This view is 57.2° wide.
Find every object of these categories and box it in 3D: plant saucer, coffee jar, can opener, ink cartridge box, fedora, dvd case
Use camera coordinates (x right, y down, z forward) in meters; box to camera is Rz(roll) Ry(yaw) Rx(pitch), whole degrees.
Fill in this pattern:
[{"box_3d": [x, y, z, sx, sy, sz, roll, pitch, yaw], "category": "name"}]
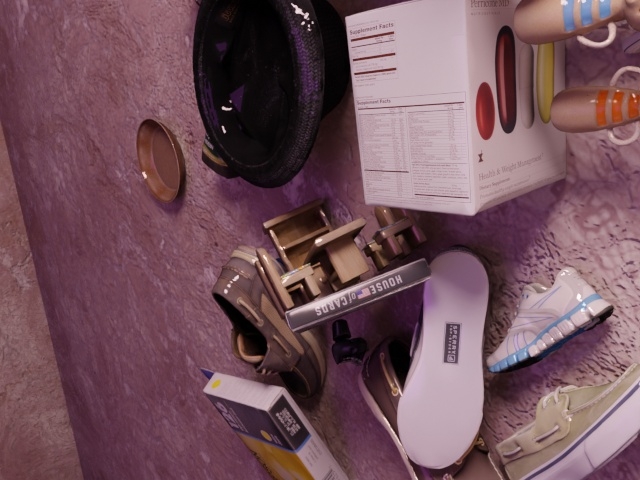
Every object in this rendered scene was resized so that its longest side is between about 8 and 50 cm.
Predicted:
[{"box_3d": [-0.365, -0.186, 1.361, 0.199, 0.036, 0.198, 22, 121, 42], "category": "plant saucer"}, {"box_3d": [-0.169, -0.210, 1.086, 0.096, 0.079, 0.184, 39, 132, 33], "category": "coffee jar"}, {"box_3d": [0.050, 0.178, 0.963, 0.186, 0.059, 0.073, 77, -167, -69], "category": "can opener"}, {"box_3d": [-0.108, 0.405, 1.205, 0.307, 0.072, 0.303, -6, 124, 48], "category": "ink cartridge box"}, {"box_3d": [-0.057, -0.247, 0.878, 0.334, 0.153, 0.333, 28, 128, 42], "category": "fedora"}, {"box_3d": [0.044, 0.082, 0.796, 0.238, 0.179, 0.029, 92, 157, -80], "category": "dvd case"}]

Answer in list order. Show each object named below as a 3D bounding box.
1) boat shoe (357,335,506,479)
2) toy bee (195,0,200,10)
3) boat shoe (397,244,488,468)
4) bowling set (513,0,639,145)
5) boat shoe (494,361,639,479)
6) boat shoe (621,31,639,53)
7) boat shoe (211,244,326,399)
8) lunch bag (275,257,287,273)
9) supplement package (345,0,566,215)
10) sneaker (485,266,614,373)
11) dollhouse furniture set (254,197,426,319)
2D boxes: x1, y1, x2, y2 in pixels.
[{"box_3d": [0.177, 0.286, 0.863, 0.324, 0.117, 0.096, 53, 142, 29], "category": "boat shoe"}, {"box_3d": [-0.200, -0.483, 0.944, 0.195, 0.162, 0.298, 48, 136, 23], "category": "toy bee"}, {"box_3d": [0.169, 0.153, 0.797, 0.108, 0.102, 0.301, 5, 99, 13], "category": "boat shoe"}, {"box_3d": [0.242, -0.223, 0.470, 0.154, 0.200, 0.286, 8, 100, 45], "category": "bowling set"}, {"box_3d": [0.298, 0.226, 0.700, 0.094, 0.109, 0.302, 50, 140, 27], "category": "boat shoe"}, {"box_3d": [0.332, -0.191, 0.542, 0.100, 0.035, 0.035, -19, 88, 45], "category": "boat shoe"}, {"box_3d": [-0.103, 0.173, 1.064, 0.132, 0.130, 0.355, 11, 135, 44], "category": "boat shoe"}, {"box_3d": [-0.088, 0.071, 1.118, 0.098, 0.065, 0.067, -10, 121, 51], "category": "lunch bag"}, {"box_3d": [0.154, -0.152, 0.638, 0.149, 0.194, 0.203, 10, 113, 47], "category": "supplement package"}, {"box_3d": [0.266, 0.100, 0.726, 0.190, 0.071, 0.082, -53, 52, 42], "category": "sneaker"}, {"box_3d": [0.000, 0.000, 0.878, 0.161, 0.212, 0.242, 62, 166, 9], "category": "dollhouse furniture set"}]
